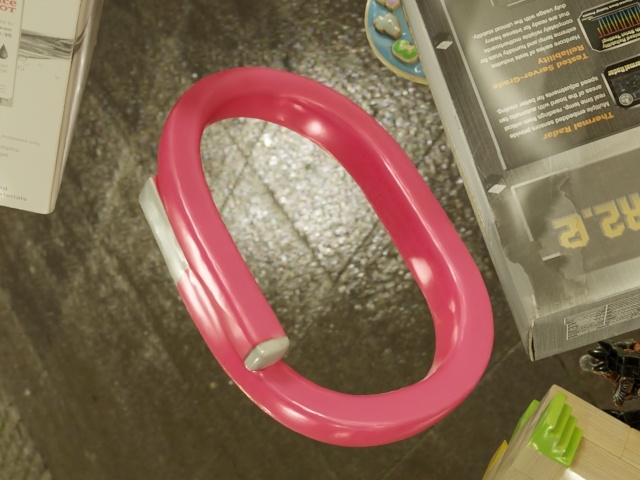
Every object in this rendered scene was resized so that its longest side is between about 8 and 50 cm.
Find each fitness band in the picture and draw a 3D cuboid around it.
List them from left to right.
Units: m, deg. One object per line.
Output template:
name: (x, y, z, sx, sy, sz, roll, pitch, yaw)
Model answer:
fitness band: (0.000, 0.000, 0.667, 0.290, 0.209, 0.054, 61, 142, 22)

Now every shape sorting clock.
shape sorting clock: (0.149, -0.257, 1.059, 0.206, 0.206, 0.040, 49, 173, 26)

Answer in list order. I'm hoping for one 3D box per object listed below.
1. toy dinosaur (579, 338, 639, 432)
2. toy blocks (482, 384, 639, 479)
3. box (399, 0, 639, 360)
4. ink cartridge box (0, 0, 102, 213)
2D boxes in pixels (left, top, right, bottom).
toy dinosaur: (0.556, 0.214, 1.593, 0.322, 0.218, 0.164, -33, 74, 54)
toy blocks: (0.317, 0.342, 1.127, 0.261, 0.190, 0.381, 29, 137, 10)
box: (0.153, -0.080, 0.340, 0.231, 0.056, 0.183, -19, 67, 6)
ink cartridge box: (-0.216, -0.194, 0.699, 0.207, 0.117, 0.283, -90, 18, -44)
